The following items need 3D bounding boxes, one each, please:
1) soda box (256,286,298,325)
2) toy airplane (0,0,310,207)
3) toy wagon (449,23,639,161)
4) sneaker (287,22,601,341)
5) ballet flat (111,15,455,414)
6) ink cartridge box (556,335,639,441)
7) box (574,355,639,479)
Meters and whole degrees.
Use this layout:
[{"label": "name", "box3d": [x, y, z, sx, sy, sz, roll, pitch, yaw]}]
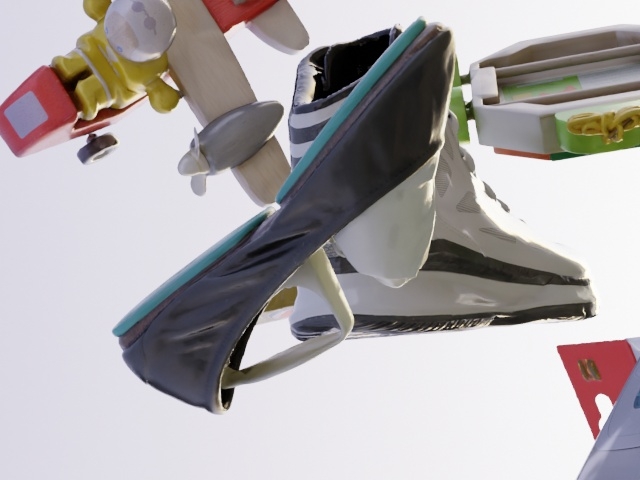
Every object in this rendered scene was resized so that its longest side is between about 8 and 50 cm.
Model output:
[{"label": "soda box", "box3d": [-0.073, 0.065, 1.771, 0.058, 0.181, 0.061, 50, -152, -71]}, {"label": "toy airplane", "box3d": [-0.191, -0.257, 1.855, 0.272, 0.386, 0.384, 104, 179, -86]}, {"label": "toy wagon", "box3d": [0.248, -0.136, 1.386, 0.344, 0.267, 0.068, -81, -19, -67]}, {"label": "sneaker", "box3d": [0.117, -0.051, 1.265, 0.447, 0.169, 0.257, 3, -99, -61]}, {"label": "ballet flat", "box3d": [0.000, 0.000, 0.811, 0.096, 0.280, 0.095, 45, -149, -2]}, {"label": "ink cartridge box", "box3d": [0.518, 0.289, 2.138, 0.091, 0.385, 0.308, -34, -74, -38]}, {"label": "box", "box3d": [0.265, 0.079, 0.568, 0.231, 0.262, 0.127, -57, 3, -27]}]
